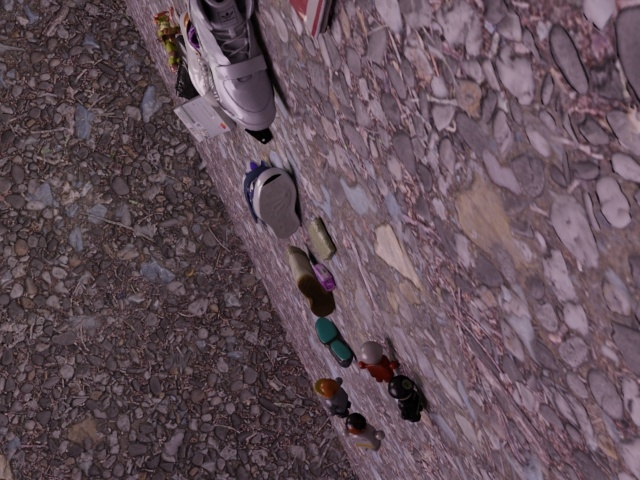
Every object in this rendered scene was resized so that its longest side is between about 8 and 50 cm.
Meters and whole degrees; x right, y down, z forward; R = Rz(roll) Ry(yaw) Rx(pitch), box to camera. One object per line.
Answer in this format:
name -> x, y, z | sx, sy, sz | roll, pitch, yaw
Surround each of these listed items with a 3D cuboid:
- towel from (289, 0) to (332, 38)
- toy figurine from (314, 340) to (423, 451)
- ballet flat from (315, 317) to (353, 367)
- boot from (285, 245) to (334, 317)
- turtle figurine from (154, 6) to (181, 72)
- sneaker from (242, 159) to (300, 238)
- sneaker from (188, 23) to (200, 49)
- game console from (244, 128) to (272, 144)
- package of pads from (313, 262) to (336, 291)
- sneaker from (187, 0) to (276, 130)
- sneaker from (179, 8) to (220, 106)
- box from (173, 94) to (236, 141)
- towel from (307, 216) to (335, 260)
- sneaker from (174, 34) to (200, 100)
towel -> -0.061, -0.501, 1.071 | 0.329, 0.037, 0.237 | 60, 166, 11
toy figurine -> 0.116, 0.370, 1.682 | 0.213, 0.209, 0.148 | 50, 172, 46
ballet flat -> 0.044, 0.335, 2.284 | 0.203, 0.074, 0.074 | 51, 162, 42
boot -> -0.034, 0.125, 2.160 | 0.213, 0.077, 0.165 | 58, -177, -44
turtle figurine -> -0.524, -0.693, 2.442 | 0.269, 0.087, 0.217 | -102, -7, -75
sneaker -> -0.168, -0.162, 2.007 | 0.236, 0.130, 0.323 | 54, 170, 27
sneaker -> -0.300, -0.546, 1.850 | 0.236, 0.104, 0.095 | 48, 161, 58
game console -> -0.170, -0.330, 1.960 | 0.107, 0.071, 0.122 | 36, 173, -10
package of pads -> 0.011, 0.106, 2.028 | 0.083, 0.032, 0.050 | 48, 163, 55
sneaker -> -0.195, -0.425, 1.550 | 0.210, 0.137, 0.366 | 159, 89, -81
sneaker -> -0.335, -0.521, 2.046 | 0.123, 0.105, 0.290 | -136, 24, -65
box -> -0.391, -0.415, 2.381 | 0.186, 0.038, 0.145 | -9, 127, 47
towel -> 0.000, 0.000, 1.868 | 0.110, 0.027, 0.148 | 62, 168, 5
sneaker -> -0.443, -0.551, 2.403 | 0.109, 0.130, 0.286 | -132, 21, -60
